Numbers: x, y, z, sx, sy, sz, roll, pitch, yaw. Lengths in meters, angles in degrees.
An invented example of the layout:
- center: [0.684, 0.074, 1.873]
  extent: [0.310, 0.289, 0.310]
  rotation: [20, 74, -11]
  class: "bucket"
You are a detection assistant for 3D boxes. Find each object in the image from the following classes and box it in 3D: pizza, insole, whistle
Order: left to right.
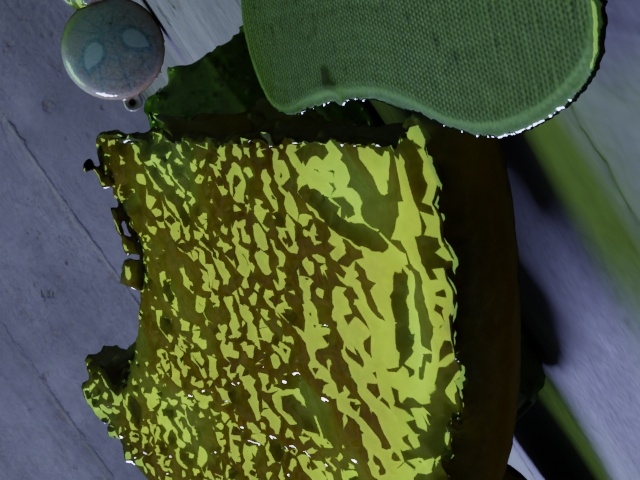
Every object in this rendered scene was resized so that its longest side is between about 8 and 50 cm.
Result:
- center: [-0.229, -0.237, 1.463]
  extent: [0.057, 0.107, 0.220]
  rotation: [-127, 17, -79]
  class: "whistle"
- center: [-0.007, 0.051, 0.600]
  extent: [0.223, 0.089, 0.323]
  rotation: [36, 134, 33]
  class: "pizza"
- center: [0.015, -0.069, 0.408]
  extent: [0.232, 0.003, 0.080]
  rotation: [-169, 66, -67]
  class: "insole"

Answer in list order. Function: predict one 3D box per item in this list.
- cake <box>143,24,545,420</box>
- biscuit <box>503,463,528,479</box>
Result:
- center: [0.007, 0.005, 0.713]
  extent: [0.235, 0.100, 0.099]
  rotation: [55, 175, 3]
  class: "cake"
- center: [0.073, 0.132, 0.876]
  extent: [0.262, 0.037, 0.262]
  rotation: [33, 176, 3]
  class: "biscuit"
